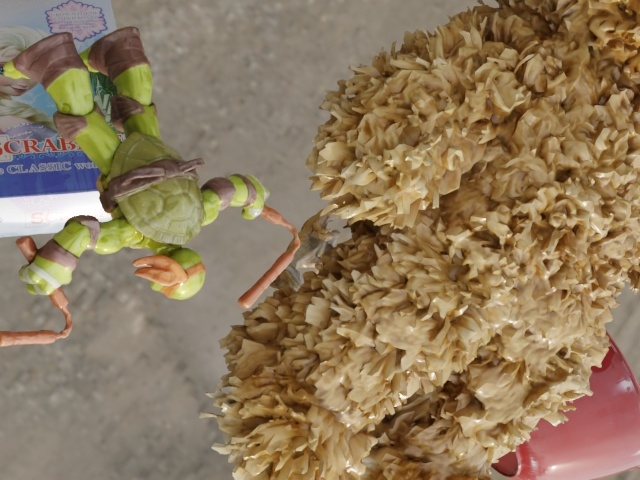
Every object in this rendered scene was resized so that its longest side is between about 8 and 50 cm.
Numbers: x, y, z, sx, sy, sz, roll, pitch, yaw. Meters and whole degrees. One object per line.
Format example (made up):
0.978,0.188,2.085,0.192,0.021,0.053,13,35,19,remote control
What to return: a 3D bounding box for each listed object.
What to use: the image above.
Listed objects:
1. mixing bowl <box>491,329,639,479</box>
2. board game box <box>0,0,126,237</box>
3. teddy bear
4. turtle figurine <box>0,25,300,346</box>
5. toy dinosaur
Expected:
0.172,0.131,1.306,0.098,0.181,0.181,-29,145,-18,mixing bowl
-0.359,-0.137,1.723,0.318,0.318,0.066,-5,138,-16,board game box
0.089,-0.009,0.680,0.338,0.113,0.245,-45,123,-8,teddy bear
-0.138,-0.040,1.129,0.269,0.217,0.087,-20,169,-37,turtle figurine
0.000,0.000,1.398,0.112,0.064,0.211,-34,177,15,toy dinosaur
